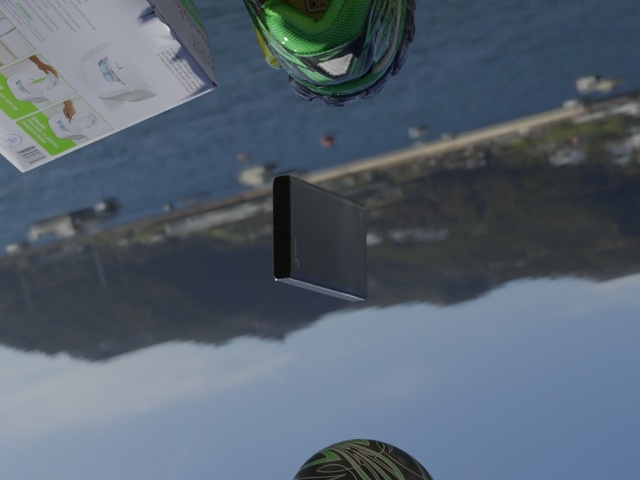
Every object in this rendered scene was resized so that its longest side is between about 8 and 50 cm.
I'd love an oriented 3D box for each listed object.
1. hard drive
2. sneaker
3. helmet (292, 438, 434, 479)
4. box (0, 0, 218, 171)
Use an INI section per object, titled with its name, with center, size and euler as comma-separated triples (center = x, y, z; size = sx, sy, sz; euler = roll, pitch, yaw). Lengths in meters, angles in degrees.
[hard drive]
center = 0.000, 0.000, 1.318
size = 0.022, 0.094, 0.135
euler = -8, 166, 31
[sneaker]
center = -0.013, -0.262, 0.879
size = 0.134, 0.344, 0.146
euler = -15, 175, 3
[helmet]
center = 0.045, 0.277, 1.412
size = 0.169, 0.169, 0.162
euler = -16, 140, -26
[box]
center = -0.258, -0.208, 1.372
size = 0.231, 0.127, 0.262
euler = -23, 150, 10
